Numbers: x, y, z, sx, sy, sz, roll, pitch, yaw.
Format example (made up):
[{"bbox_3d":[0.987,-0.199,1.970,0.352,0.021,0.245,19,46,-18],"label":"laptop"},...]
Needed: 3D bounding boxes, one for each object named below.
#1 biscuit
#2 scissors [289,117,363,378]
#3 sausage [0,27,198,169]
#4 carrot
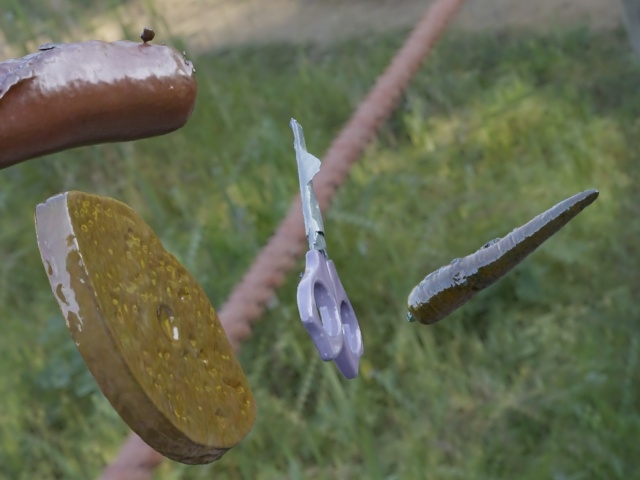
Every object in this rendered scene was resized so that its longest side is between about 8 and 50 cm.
[{"bbox_3d":[-0.099,0.055,1.088,0.029,0.220,0.142,-22,47,17],"label":"biscuit"},{"bbox_3d":[-0.001,0.000,1.444,0.021,0.110,0.212,-15,67,17],"label":"scissors"},{"bbox_3d":[-0.213,-0.068,1.131,0.327,0.079,0.087,-20,42,-40],"label":"sausage"},{"bbox_3d":[0.183,0.015,1.905,0.254,0.049,0.049,-35,14,29],"label":"carrot"}]
